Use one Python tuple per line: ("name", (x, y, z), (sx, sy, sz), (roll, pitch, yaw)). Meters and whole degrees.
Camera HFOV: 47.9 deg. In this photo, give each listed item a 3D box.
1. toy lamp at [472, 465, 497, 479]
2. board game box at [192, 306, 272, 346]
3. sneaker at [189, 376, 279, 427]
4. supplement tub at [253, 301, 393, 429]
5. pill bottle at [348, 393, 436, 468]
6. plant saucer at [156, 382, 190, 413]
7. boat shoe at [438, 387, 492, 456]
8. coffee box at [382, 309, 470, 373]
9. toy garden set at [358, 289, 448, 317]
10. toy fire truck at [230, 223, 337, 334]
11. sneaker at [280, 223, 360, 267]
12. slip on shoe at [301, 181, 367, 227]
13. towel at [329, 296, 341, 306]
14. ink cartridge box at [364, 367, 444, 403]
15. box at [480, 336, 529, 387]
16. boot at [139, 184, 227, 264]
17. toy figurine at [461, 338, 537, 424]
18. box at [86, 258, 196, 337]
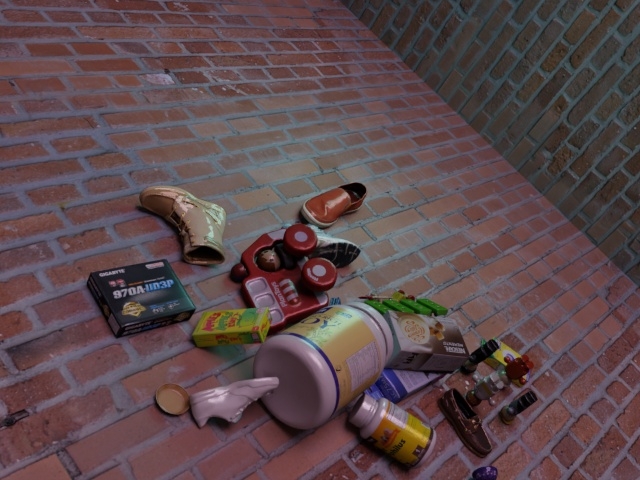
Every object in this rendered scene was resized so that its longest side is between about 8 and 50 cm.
("toy lamp", (0.464, 0.722, 1.856), (0.080, 0.080, 0.274), (17, 40, -23))
("board game box", (-0.221, 0.218, 1.815), (0.181, 0.043, 0.092), (-6, 33, 17))
("sneaker", (-0.194, 0.378, 1.684), (0.212, 0.080, 0.094), (-14, 80, -10))
("supplement tub", (0.016, 0.304, 1.835), (0.241, 0.241, 0.331), (46, 37, 15))
("pill bottle", (0.183, 0.488, 1.864), (0.215, 0.117, 0.117), (33, 35, -2))
("plant saucer", (-0.342, 0.368, 1.663), (0.083, 0.015, 0.083), (23, 36, -18))
("boat shoe", (0.421, 0.519, 2.061), (0.073, 0.073, 0.207), (-16, 60, -49))
("coffee box", (0.287, 0.293, 2.063), (0.247, 0.098, 0.141), (11, 45, -28))
("toy garden set", (0.235, 0.208, 2.237), (0.244, 0.049, 0.204), (1, 14, -31))
("toy fire truck", (-0.112, 0.103, 2.051), (0.254, 0.169, 0.302), (-17, 59, -24))
("sneaker", (0.000, 0.000, 2.289), (0.283, 0.110, 0.122), (12, 38, -29))
("slip on shoe", (0.050, -0.133, 2.488), (0.123, 0.101, 0.331), (48, 39, 15))
("towel", (0.044, 0.225, 2.065), (0.029, 0.119, 0.067), (1, 36, 14))
("ink cartridge box", (0.225, 0.357, 2.082), (0.311, 0.065, 0.185), (-17, 62, -42))
("box", (0.609, 0.394, 2.383), (0.179, 0.043, 0.105), (34, 35, 1))
("boot", (-0.388, -0.040, 2.034), (0.262, 0.095, 0.203), (21, 39, -26))
("toy figurine", (0.539, 0.433, 2.204), (0.213, 0.148, 0.209), (25, 42, -18))
("box", (-0.447, 0.140, 1.809), (0.220, 0.051, 0.175), (-10, 55, -44))
